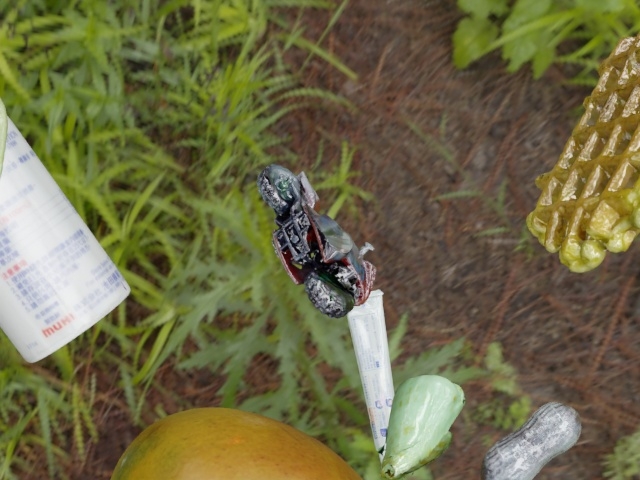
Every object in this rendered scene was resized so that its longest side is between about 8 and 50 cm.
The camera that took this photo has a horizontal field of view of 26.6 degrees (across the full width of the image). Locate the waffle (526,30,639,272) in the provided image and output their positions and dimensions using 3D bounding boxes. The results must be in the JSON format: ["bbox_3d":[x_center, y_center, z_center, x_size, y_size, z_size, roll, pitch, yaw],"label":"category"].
[{"bbox_3d":[0.301,-0.109,1.270,0.058,0.281,0.301,33,102,-15],"label":"waffle"}]

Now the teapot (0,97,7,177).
[{"bbox_3d":[-0.384,-0.018,0.799,0.239,0.239,0.321,30,30,26],"label":"teapot"}]

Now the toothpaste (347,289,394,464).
[{"bbox_3d":[0.071,0.172,1.684,0.052,0.033,0.218,-9,85,-5],"label":"toothpaste"}]

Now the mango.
[{"bbox_3d":[-0.032,0.110,0.526,0.111,0.163,0.089,30,86,-24],"label":"mango"}]

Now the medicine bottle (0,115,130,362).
[{"bbox_3d":[-0.337,-0.050,1.342,0.130,0.130,0.341,-38,99,-21],"label":"medicine bottle"}]

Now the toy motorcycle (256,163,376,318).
[{"bbox_3d":[0.001,-0.001,1.627,0.122,0.082,0.213,11,48,-55],"label":"toy motorcycle"}]

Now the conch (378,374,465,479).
[{"bbox_3d":[0.106,0.221,1.516,0.079,0.106,0.170,9,39,26],"label":"conch"}]

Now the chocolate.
[{"bbox_3d":[0.291,0.288,1.876,0.167,0.072,0.072,-36,87,-8],"label":"chocolate"}]
